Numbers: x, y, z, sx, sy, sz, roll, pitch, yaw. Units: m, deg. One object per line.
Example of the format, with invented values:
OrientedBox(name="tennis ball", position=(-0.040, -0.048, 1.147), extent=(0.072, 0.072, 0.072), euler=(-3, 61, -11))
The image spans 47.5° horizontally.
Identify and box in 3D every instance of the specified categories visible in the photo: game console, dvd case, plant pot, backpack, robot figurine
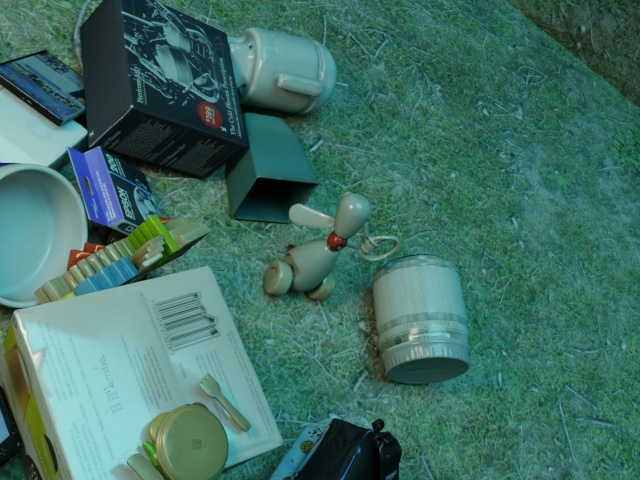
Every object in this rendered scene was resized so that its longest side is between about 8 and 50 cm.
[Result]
OrientedBox(name="game console", position=(-0.588, 0.321, 1.215), extent=(0.144, 0.124, 0.085), euler=(51, 5, 33))
OrientedBox(name="dvd case", position=(-0.593, -0.341, 1.605), extent=(0.180, 0.022, 0.253), euler=(36, 22, -8))
OrientedBox(name="plant pot", position=(-0.137, -0.190, 1.792), extent=(0.165, 0.166, 0.234), euler=(4, 55, -31))
OrientedBox(name="backpack", position=(0.023, 0.512, 1.423), extent=(0.276, 0.213, 0.263), euler=(-45, 130, -37))
OrientedBox(name="robot figurine", position=(-0.104, -0.446, 1.933), extent=(0.353, 0.200, 0.300), euler=(3, 28, -31))

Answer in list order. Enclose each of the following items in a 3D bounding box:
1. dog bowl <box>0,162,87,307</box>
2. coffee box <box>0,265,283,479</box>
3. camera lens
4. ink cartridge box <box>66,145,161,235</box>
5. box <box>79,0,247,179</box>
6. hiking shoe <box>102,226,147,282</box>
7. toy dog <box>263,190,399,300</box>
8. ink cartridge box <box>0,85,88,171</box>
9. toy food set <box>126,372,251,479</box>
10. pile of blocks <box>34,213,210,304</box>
OrientedBox(name="dog bowl", position=(-0.568, -0.012, 1.350), extent=(0.265, 0.104, 0.265), euler=(-20, 113, -58))
OrientedBox(name="coffee box", position=(-0.333, 0.286, 1.264), extent=(0.338, 0.334, 0.338), euler=(-14, 73, -35))
OrientedBox(name="camera lens", position=(0.243, 0.186, 1.766), extent=(0.219, 0.219, 0.274), euler=(12, 57, -26))
OrientedBox(name="ink cartridge box", position=(-0.424, -0.098, 1.534), extent=(0.208, 0.045, 0.206), euler=(31, 28, -57))
OrientedBox(name="box", position=(-0.364, -0.356, 1.682), extent=(0.312, 0.179, 0.343), euler=(12, 56, -44))
OrientedBox(name="hiking shoe", position=(-0.395, 0.041, 1.515), extent=(0.086, 0.114, 0.227), euler=(1, 63, -34))
OrientedBox(name="toy dog", position=(0.000, 0.000, 1.696), extent=(0.220, 0.333, 0.161), euler=(35, 27, -43))
OrientedBox(name="ink cartridge box", position=(-0.694, -0.205, 1.436), extent=(0.308, 0.091, 0.385), euler=(38, 35, -9))
OrientedBox(name="toy food set", position=(-0.199, 0.308, 1.100), extent=(0.132, 0.038, 0.192), euler=(51, 45, -7))
OrientedBox(name="pile of blocks", position=(-0.384, 0.031, 1.364), extent=(0.362, 0.149, 0.112), euler=(-35, 89, -32))
